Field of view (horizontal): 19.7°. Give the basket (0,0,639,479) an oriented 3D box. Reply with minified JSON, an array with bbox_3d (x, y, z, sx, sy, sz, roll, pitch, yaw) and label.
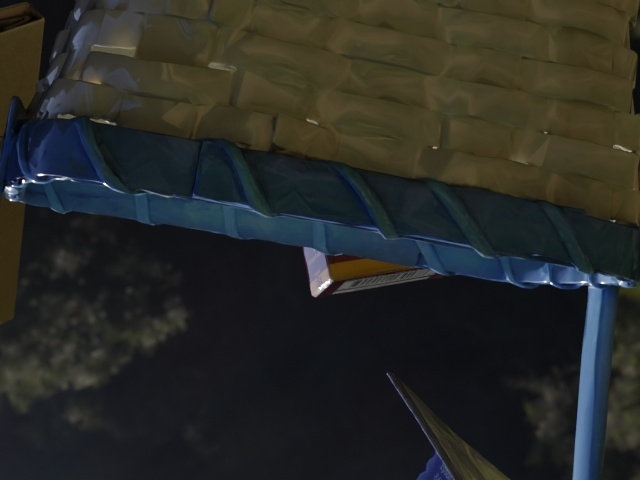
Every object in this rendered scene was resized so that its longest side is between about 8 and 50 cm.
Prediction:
[{"bbox_3d":[0.000,0.000,0.687,0.201,0.255,0.289,153,130,-77],"label":"basket"}]

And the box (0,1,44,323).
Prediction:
[{"bbox_3d":[-0.212,-0.009,0.889,0.021,0.164,0.201,41,137,29],"label":"box"}]

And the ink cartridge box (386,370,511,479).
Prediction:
[{"bbox_3d":[0.167,0.257,1.200,0.307,0.072,0.303,39,-171,-27],"label":"ink cartridge box"}]

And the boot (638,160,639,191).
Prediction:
[{"bbox_3d":[0.310,-0.119,1.384,0.264,0.280,0.096,50,173,-12],"label":"boot"}]

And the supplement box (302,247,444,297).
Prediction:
[{"bbox_3d":[0.032,-0.062,1.343,0.081,0.104,0.188,132,128,-74],"label":"supplement box"}]
